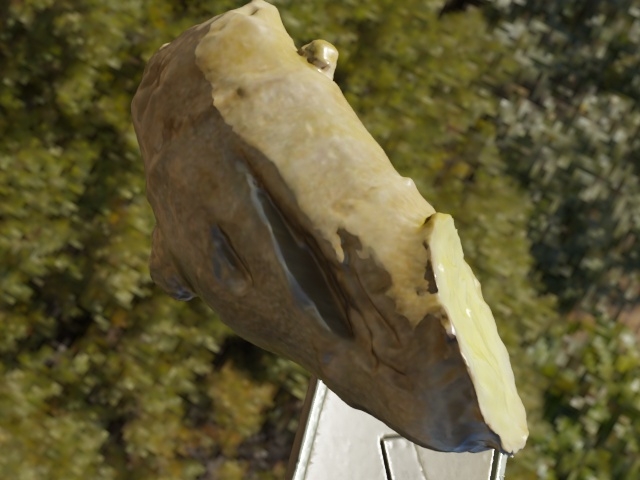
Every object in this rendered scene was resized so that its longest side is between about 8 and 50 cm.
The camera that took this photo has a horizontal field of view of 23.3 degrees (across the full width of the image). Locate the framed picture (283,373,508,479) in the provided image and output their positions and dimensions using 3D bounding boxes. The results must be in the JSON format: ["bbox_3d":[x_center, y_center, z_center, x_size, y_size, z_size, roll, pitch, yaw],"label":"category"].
[{"bbox_3d":[0.058,0.170,1.116,0.016,0.184,0.250,-34,-148,45],"label":"framed picture"}]

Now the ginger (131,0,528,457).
[{"bbox_3d":[0.000,0.000,0.939,0.190,0.354,0.126,-51,152,8],"label":"ginger"}]
